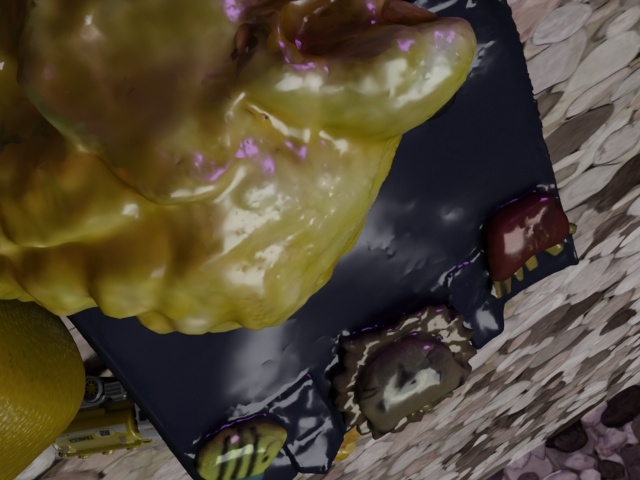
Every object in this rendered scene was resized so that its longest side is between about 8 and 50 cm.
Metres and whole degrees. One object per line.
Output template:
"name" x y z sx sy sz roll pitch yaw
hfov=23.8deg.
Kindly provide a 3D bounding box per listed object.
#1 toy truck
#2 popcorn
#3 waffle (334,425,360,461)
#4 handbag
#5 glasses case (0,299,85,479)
"toy truck" -0.153 0.134 1.188 0.123 0.063 0.052 -12 171 25
"popcorn" -0.065 -0.076 0.679 0.266 0.233 0.192 -17 163 26
"waffle" 0.054 0.058 1.259 0.329 0.062 0.329 -52 162 -25
"handbag" 0.000 0.000 0.932 0.303 0.122 0.329 -35 134 -7
"glasses case" -0.231 0.048 0.745 0.141 0.173 0.371 -42 160 2
